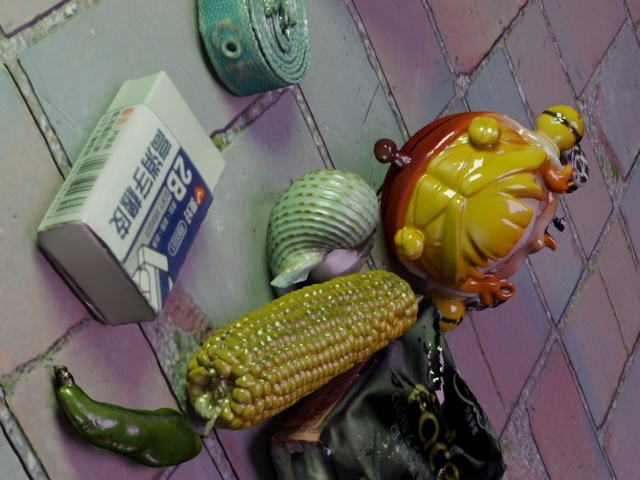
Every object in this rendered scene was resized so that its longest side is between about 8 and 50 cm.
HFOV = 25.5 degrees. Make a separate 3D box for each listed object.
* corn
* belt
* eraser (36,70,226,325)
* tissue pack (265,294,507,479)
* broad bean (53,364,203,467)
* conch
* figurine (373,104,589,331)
[{"bbox_3d":[-0.019,0.099,1.393,0.310,0.101,0.101,-28,104,-44],"label":"corn"},{"bbox_3d":[-0.066,-0.239,1.485,0.163,0.082,0.147,68,29,-18],"label":"belt"},{"bbox_3d":[-0.164,-0.040,1.273,0.124,0.068,0.210,55,37,-31],"label":"eraser"},{"bbox_3d":[0.077,0.228,1.517,0.332,0.123,0.245,-44,119,-55],"label":"tissue pack"},{"bbox_3d":[-0.159,0.165,1.231,0.195,0.046,0.061,36,35,-45],"label":"broad bean"},{"bbox_3d":[-0.002,-0.004,1.486,0.153,0.102,0.135,-41,137,-7],"label":"conch"},{"bbox_3d":[0.189,-0.044,1.723,0.320,0.196,0.323,-58,156,5],"label":"figurine"}]
